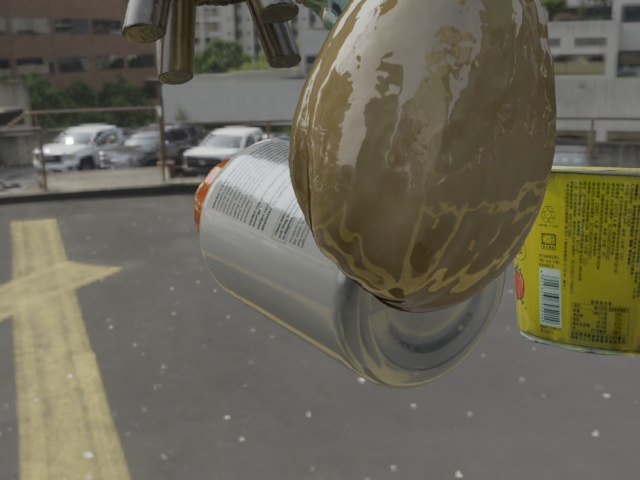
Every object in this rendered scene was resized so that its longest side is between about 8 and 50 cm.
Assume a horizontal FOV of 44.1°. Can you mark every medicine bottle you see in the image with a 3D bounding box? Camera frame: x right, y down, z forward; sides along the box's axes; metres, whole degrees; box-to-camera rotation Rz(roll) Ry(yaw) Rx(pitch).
[{"bbox_3d":[0.000,0.000,0.656,0.157,0.157,0.289,-10,20,-33],"label":"medicine bottle"}]

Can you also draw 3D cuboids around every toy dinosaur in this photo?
[{"bbox_3d":[0.011,-0.183,0.622,0.106,0.044,0.187,29,6,28],"label":"toy dinosaur"}]

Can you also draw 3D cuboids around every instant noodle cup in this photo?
[{"bbox_3d":[0.422,0.022,1.159,0.326,0.254,0.325,2,4,0],"label":"instant noodle cup"}]

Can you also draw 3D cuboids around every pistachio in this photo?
[{"bbox_3d":[0.048,-0.054,0.376,0.126,0.185,0.108,8,15,8],"label":"pistachio"}]

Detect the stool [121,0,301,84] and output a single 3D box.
[{"bbox_3d":[-0.135,-0.325,0.995,0.272,0.178,0.272,-7,-9,-1],"label":"stool"}]
